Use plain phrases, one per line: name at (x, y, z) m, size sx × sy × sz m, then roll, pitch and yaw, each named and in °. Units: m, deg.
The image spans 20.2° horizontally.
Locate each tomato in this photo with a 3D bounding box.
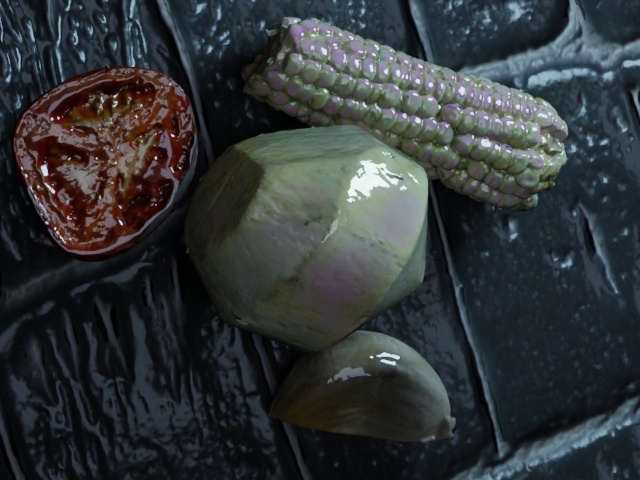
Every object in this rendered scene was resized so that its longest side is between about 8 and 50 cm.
tomato at (-0.197, -0.076, 1.679) m, size 0.174 × 0.082 × 0.166 m, roll -27°, pitch 99°, yaw -12°

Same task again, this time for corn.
corn at (0.086, -0.127, 1.768) m, size 0.335 × 0.126 × 0.126 m, roll 20°, pitch 87°, yaw -15°

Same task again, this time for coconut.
coconut at (0.000, 0.000, 1.692) m, size 0.237 × 0.237 × 0.197 m, roll 22°, pitch 51°, yaw -21°

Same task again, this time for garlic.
garlic at (0.049, 0.141, 1.791) m, size 0.196 × 0.087 × 0.101 m, roll 8°, pitch 105°, yaw -24°
